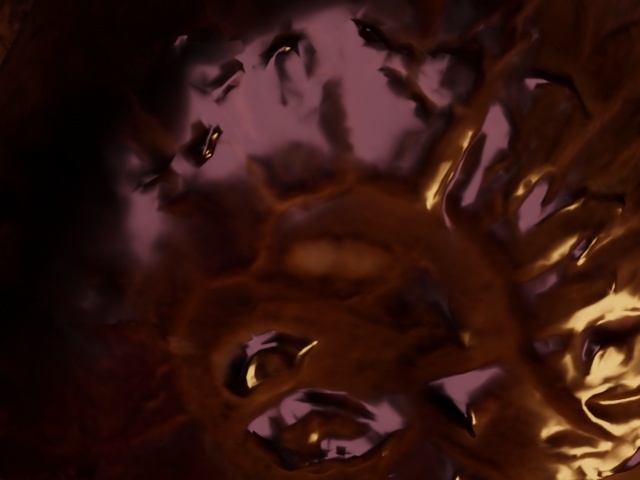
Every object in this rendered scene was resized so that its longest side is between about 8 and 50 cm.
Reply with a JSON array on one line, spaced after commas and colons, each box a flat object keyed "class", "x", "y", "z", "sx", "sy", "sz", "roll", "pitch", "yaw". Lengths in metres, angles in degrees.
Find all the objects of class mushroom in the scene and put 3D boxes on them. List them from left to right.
[{"class": "mushroom", "x": -0.007, "y": 0.003, "z": 0.512, "sx": 0.278, "sy": 0.163, "sz": 0.297, "roll": 27, "pitch": 115, "yaw": -1}]
